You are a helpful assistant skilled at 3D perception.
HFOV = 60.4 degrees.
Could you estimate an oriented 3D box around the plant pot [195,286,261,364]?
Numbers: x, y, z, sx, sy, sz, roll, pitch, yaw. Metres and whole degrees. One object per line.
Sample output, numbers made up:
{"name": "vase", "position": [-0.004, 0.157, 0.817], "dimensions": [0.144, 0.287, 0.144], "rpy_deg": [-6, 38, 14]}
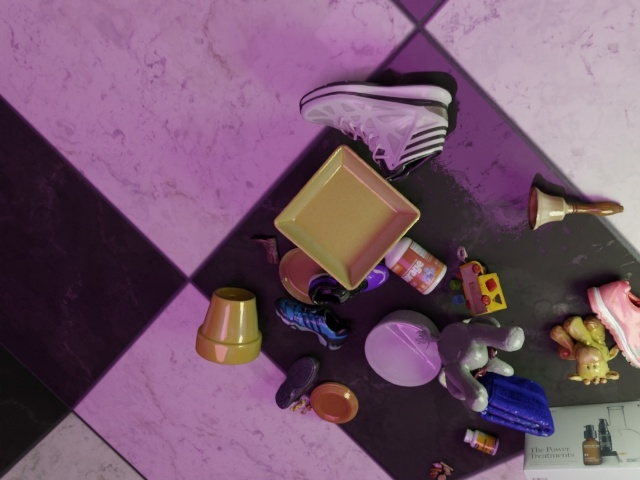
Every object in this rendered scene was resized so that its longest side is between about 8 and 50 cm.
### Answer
{"name": "plant pot", "position": [-0.346, 0.317, 2.127], "dimensions": [0.254, 0.254, 0.239], "rpy_deg": [12, 104, 17]}

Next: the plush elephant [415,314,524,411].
{"name": "plush elephant", "position": [0.486, 0.366, 1.733], "dimensions": [0.330, 0.255, 0.272], "rpy_deg": [22, 88, 47]}

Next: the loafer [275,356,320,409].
{"name": "loafer", "position": [-0.081, 0.569, 2.236], "dimensions": [0.109, 0.095, 0.302], "rpy_deg": [53, 124, 29]}

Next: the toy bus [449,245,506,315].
{"name": "toy bus", "position": [0.512, 0.138, 1.738], "dimensions": [0.104, 0.191, 0.202], "rpy_deg": [-7, 122, -22]}

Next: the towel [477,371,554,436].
{"name": "towel", "position": [0.622, 0.507, 1.765], "dimensions": [0.227, 0.308, 0.076], "rpy_deg": [12, 101, 14]}

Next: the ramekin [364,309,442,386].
{"name": "ramekin", "position": [0.302, 0.367, 1.932], "dimensions": [0.273, 0.127, 0.273], "rpy_deg": [10, 119, 19]}

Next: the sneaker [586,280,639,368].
{"name": "sneaker", "position": [0.922, 0.250, 1.616], "dimensions": [0.136, 0.116, 0.314], "rpy_deg": [-34, 99, 31]}

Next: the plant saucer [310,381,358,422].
{"name": "plant saucer", "position": [0.053, 0.665, 2.227], "dimensions": [0.200, 0.037, 0.200], "rpy_deg": [5, 113, 12]}

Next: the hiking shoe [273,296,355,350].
{"name": "hiking shoe", "position": [-0.025, 0.281, 2.041], "dimensions": [0.304, 0.113, 0.132], "rpy_deg": [30, 127, -6]}

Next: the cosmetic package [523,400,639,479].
{"name": "cosmetic package", "position": [0.852, 0.651, 1.749], "dimensions": [0.377, 0.284, 0.097], "rpy_deg": [-15, 107, 28]}

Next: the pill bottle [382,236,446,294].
{"name": "pill bottle", "position": [0.290, 0.068, 1.788], "dimensions": [0.216, 0.121, 0.121], "rpy_deg": [37, 124, 2]}

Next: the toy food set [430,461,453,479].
{"name": "toy food set", "position": [0.480, 0.922, 2.206], "dimensions": [0.078, 0.019, 0.122], "rpy_deg": [32, 131, 6]}

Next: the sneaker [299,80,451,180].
{"name": "sneaker", "position": [0.137, -0.305, 1.574], "dimensions": [0.447, 0.169, 0.257], "rpy_deg": [4, 81, 20]}

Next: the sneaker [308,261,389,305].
{"name": "sneaker", "position": [0.095, 0.163, 1.881], "dimensions": [0.293, 0.146, 0.102], "rpy_deg": [-16, 111, 13]}

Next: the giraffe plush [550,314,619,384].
{"name": "giraffe plush", "position": [0.815, 0.355, 1.681], "dimensions": [0.210, 0.170, 0.181], "rpy_deg": [47, 123, -5]}

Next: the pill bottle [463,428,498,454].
{"name": "pill bottle", "position": [0.593, 0.742, 2.036], "dimensions": [0.116, 0.065, 0.065], "rpy_deg": [18, 121, 14]}

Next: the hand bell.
{"name": "hand bell", "position": [0.723, -0.091, 1.553], "dimensions": [0.242, 0.126, 0.126], "rpy_deg": [0, 116, 9]}

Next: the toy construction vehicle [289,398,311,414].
{"name": "toy construction vehicle", "position": [-0.075, 0.695, 2.286], "dimensions": [0.086, 0.035, 0.098], "rpy_deg": [18, 132, -38]}

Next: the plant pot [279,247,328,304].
{"name": "plant pot", "position": [-0.038, 0.125, 2.011], "dimensions": [0.236, 0.032, 0.236], "rpy_deg": [9, 119, 18]}

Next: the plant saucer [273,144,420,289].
{"name": "plant saucer", "position": [0.082, -0.073, 1.725], "dimensions": [0.333, 0.081, 0.333], "rpy_deg": [41, 97, -6]}

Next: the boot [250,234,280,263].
{"name": "boot", "position": [-0.204, 0.037, 2.037], "dimensions": [0.106, 0.037, 0.114], "rpy_deg": [4, 121, 24]}
